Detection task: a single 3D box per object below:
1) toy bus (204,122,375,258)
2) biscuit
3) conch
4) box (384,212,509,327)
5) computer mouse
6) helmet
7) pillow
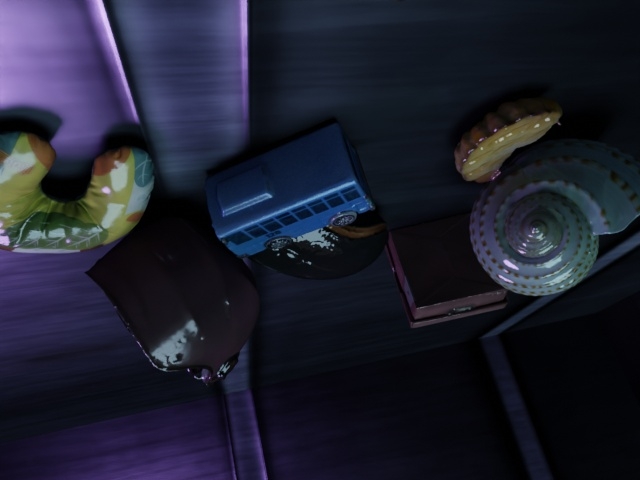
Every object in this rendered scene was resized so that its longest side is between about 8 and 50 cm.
[{"bbox_3d":[-0.053,-0.069,0.775,0.233,0.116,0.133,-21,158,12],"label":"toy bus"},{"bbox_3d":[0.277,-0.165,0.820,0.118,0.061,0.183,6,148,-35],"label":"biscuit"},{"bbox_3d":[0.399,-0.063,0.922,0.303,0.215,0.319,-48,-176,21],"label":"conch"},{"bbox_3d":[0.268,0.058,1.126,0.215,0.215,0.086,-12,146,-3],"label":"box"},{"bbox_3d":[0.002,0.005,0.975,0.323,0.116,0.183,9,144,-42],"label":"computer mouse"},{"bbox_3d":[-0.213,0.083,0.883,0.197,0.271,0.338,-46,155,-3],"label":"helmet"},{"bbox_3d":[-0.344,-0.059,0.682,0.233,0.086,0.214,6,139,-35],"label":"pillow"}]
